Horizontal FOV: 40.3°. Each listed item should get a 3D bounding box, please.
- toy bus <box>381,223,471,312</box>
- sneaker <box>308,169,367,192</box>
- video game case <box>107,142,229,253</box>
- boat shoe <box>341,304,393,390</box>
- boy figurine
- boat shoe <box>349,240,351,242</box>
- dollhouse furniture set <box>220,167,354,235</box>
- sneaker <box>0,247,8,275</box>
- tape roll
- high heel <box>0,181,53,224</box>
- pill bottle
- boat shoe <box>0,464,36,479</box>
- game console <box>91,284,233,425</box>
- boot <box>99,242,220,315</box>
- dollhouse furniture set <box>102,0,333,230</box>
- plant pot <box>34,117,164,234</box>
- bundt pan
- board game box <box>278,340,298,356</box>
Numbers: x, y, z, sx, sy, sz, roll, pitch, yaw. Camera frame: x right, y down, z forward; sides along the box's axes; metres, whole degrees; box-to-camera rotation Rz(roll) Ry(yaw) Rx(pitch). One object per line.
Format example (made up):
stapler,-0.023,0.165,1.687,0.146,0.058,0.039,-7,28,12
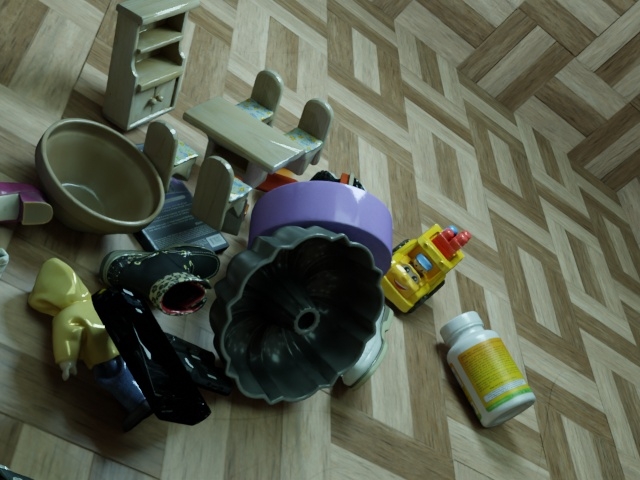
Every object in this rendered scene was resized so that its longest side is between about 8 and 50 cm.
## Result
toy bus,0.256,0.048,2.078,0.149,0.211,0.220,51,32,5
sneaker,0.058,-0.089,2.016,0.108,0.100,0.271,42,-3,-28
video game case,-0.316,-0.071,1.692,0.274,0.026,0.196,52,31,10
boat shoe,0.073,0.198,1.787,0.103,0.113,0.302,41,21,-7
boy figurine,-0.346,0.154,1.331,0.285,0.092,0.177,48,31,3
boat shoe,0.057,0.010,1.988,0.079,0.095,0.254,56,30,11
dollhouse furniture set,-0.072,-0.111,1.849,0.259,0.135,0.262,17,33,-4
sneaker,-0.536,0.015,1.287,0.152,0.061,0.054,18,43,-37
tape roll,0.000,0.000,1.664,0.275,0.275,0.090,25,53,-32
high heel,-0.553,-0.067,1.376,0.244,0.082,0.117,-2,18,-33
pill bottle,0.377,0.293,2.013,0.136,0.136,0.246,4,51,-49
boat shoe,-0.393,0.317,1.022,0.302,0.091,0.114,14,43,-22
game console,-0.215,0.192,1.333,0.213,0.044,0.361,55,3,21
boot,-0.233,0.070,1.491,0.236,0.085,0.178,-2,18,-45
dollhouse furniture set,-0.210,-0.279,1.697,0.394,0.256,0.362,33,39,16
plant pot,-0.402,-0.090,1.525,0.237,0.110,0.237,32,33,-24
bundt pan,-0.055,0.116,1.534,0.331,0.331,0.124,17,13,-40
board game box,-0.084,0.147,1.711,0.211,0.039,0.160,45,30,-5
